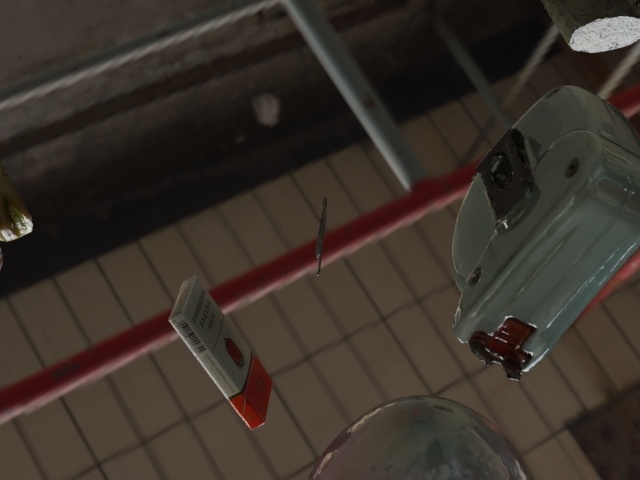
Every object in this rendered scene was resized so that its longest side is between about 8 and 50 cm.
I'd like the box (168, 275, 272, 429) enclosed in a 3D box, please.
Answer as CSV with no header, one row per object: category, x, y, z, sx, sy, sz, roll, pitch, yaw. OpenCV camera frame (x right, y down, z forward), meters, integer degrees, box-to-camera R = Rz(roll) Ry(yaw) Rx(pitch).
box,-0.163,0.187,2.147,0.035,0.245,0.139,-29,-162,16

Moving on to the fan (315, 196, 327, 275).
fan,0.000,0.000,1.223,0.004,0.083,0.056,7,139,-4

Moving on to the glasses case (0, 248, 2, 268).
glasses case,-0.392,0.064,1.261,0.266,0.103,0.067,-51,-178,39

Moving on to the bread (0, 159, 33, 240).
bread,-0.366,-0.059,1.284,0.094,0.157,0.083,-30,170,-16

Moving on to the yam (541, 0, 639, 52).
yam,0.455,-0.441,2.225,0.154,0.254,0.154,-14,154,-7

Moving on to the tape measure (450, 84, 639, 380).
tape measure,0.225,-0.024,1.316,0.125,0.246,0.243,26,119,-21

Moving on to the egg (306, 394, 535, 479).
egg,0.128,0.363,1.694,0.354,0.354,0.339,-24,124,-29
